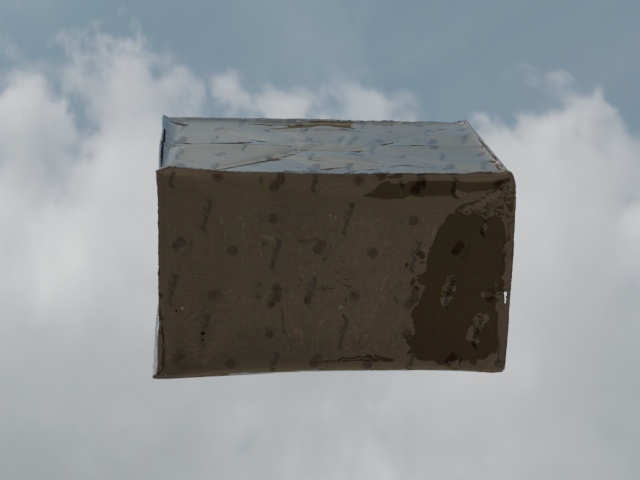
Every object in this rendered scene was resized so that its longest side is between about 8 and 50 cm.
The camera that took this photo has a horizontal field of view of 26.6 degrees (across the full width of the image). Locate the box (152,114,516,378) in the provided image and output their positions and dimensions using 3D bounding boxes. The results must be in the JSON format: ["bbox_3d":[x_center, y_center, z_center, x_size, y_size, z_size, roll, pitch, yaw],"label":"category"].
[{"bbox_3d":[0.000,0.000,1.192,0.297,0.225,0.191,-1,-74,-5],"label":"box"}]
